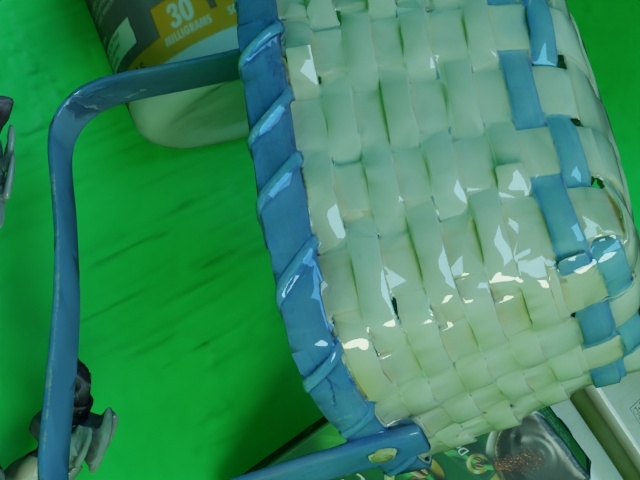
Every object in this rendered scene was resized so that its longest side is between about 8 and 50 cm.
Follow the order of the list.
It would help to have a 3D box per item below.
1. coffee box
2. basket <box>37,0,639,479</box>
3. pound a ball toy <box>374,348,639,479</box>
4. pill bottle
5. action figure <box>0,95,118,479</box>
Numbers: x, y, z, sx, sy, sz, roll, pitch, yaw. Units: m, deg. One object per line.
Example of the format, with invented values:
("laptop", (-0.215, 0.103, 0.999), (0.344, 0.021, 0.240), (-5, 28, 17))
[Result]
("coffee box", (0.047, 0.136, 0.712), (0.113, 0.184, 0.040), (54, 16, -1))
("basket", (0.000, 0.000, 0.603), (0.288, 0.201, 0.255), (-11, 60, 10))
("pound a ball toy", (0.144, 0.109, 0.758), (0.135, 0.208, 0.319), (-33, 89, -37))
("pill bottle", (-0.085, -0.211, 0.786), (0.162, 0.162, 0.279), (-16, 79, -35))
("action figure", (-0.202, 0.060, 0.639), (0.185, 0.099, 0.285), (6, 71, -41))
